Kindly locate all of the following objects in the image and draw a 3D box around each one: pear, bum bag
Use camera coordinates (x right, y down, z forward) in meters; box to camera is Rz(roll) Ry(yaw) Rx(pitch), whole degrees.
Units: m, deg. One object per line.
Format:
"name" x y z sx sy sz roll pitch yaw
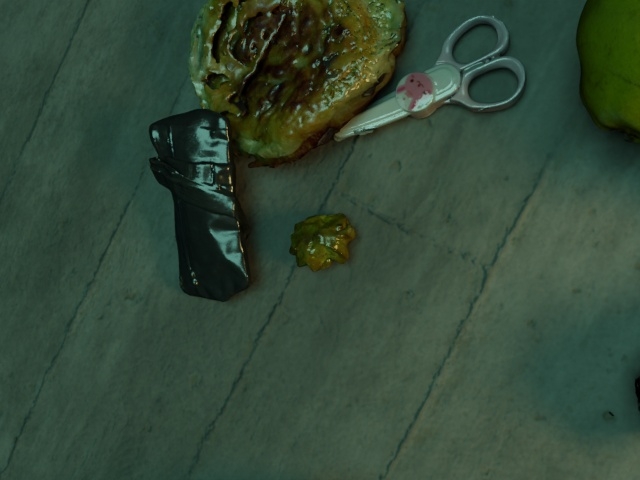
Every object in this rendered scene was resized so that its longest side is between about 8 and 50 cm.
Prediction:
"pear" 0.363 -0.213 0.646 0.212 0.212 0.269 38 106 20
"bum bag" -0.151 -0.044 0.888 0.123 0.060 0.249 -3 105 27

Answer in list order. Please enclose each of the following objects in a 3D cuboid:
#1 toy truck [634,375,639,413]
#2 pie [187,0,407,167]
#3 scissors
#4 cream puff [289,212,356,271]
"toy truck" 0.430 0.130 0.635 0.258 0.088 0.121 -23 103 18
"pie" -0.050 -0.239 0.872 0.308 0.085 0.309 -2 84 24
"scissors" 0.121 -0.180 0.831 0.242 0.030 0.118 -22 74 18
"cream puff" 0.000 0.000 0.845 0.083 0.058 0.083 23 91 23
